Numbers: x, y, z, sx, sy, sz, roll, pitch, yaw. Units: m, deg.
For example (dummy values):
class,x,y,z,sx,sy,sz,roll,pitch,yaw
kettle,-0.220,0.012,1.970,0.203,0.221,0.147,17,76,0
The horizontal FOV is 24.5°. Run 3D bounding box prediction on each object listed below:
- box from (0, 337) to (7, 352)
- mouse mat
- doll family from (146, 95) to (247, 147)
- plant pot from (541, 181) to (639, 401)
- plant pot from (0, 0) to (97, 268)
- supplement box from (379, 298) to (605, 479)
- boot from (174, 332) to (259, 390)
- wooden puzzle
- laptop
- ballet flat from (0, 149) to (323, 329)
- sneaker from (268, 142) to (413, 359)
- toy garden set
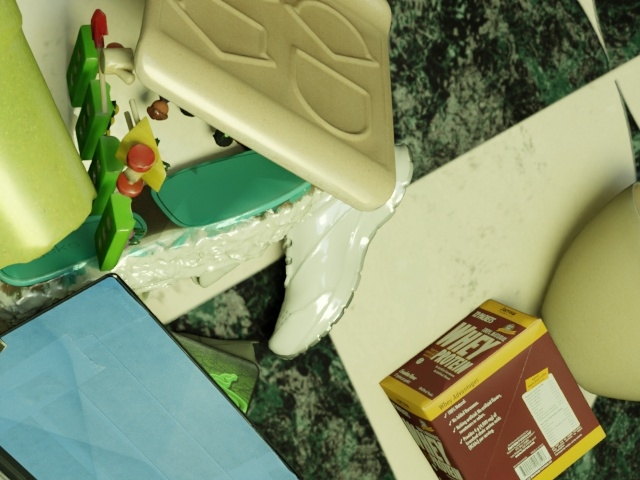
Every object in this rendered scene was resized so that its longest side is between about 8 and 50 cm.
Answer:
class,x,y,z,sx,sy,sz,roll,pitch,yaw
box,-0.454,0.148,1.477,0.079,0.322,0.257,40,83,-25
mouse mat,-0.170,0.185,1.700,0.190,0.007,0.152,23,76,-25
doll family,-0.124,-0.166,1.701,0.193,0.076,0.111,27,92,-19
plant pot,0.396,0.093,1.875,0.191,0.284,0.284,-33,114,23
plant pot,-0.365,-0.100,1.495,0.276,0.276,0.254,-35,109,-14
supplement box,0.218,0.214,1.870,0.191,0.129,0.194,-36,110,-13
boot,-0.140,0.208,1.756,0.137,0.077,0.197,2,99,-28
wooden puzzle,-0.061,-0.213,1.633,0.322,0.347,0.080,29,130,-24
laptop,-0.282,0.312,1.570,0.382,0.236,0.408,52,50,-34
ballet flat,-0.188,0.008,1.688,0.409,0.147,0.147,-18,105,-16
sneaker,0.000,0.000,1.774,0.129,0.111,0.297,25,85,-8
toy garden set,-0.210,-0.119,1.542,0.049,0.204,0.244,-5,67,-21
